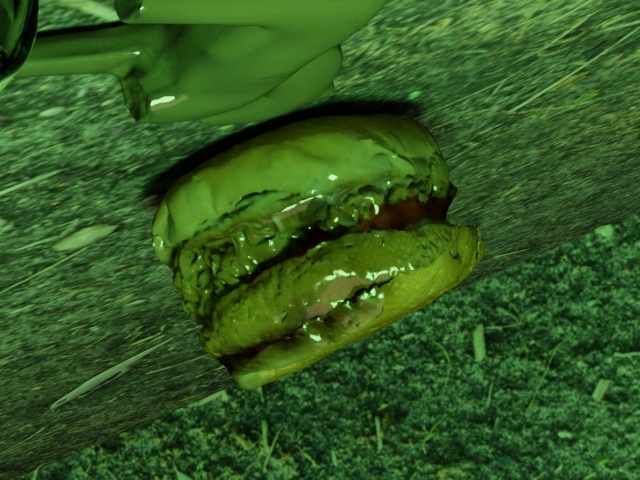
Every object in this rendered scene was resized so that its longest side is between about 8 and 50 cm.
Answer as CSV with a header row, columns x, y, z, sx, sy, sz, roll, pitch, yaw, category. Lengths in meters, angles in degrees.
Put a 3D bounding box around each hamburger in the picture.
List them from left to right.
x,y,z,sx,sy,sz,roll,pitch,yaw,category
0.000,0.000,1.294,0.244,0.163,0.244,-28,172,-4,hamburger

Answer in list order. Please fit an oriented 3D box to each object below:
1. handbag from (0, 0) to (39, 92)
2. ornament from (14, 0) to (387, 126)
x,y,z,sx,sy,sz,roll,pitch,yaw,category
-0.268,-0.015,0.671,0.236,0.160,0.358,-30,177,-32,handbag
-0.048,-0.106,0.912,0.244,0.061,0.230,-9,166,-37,ornament
